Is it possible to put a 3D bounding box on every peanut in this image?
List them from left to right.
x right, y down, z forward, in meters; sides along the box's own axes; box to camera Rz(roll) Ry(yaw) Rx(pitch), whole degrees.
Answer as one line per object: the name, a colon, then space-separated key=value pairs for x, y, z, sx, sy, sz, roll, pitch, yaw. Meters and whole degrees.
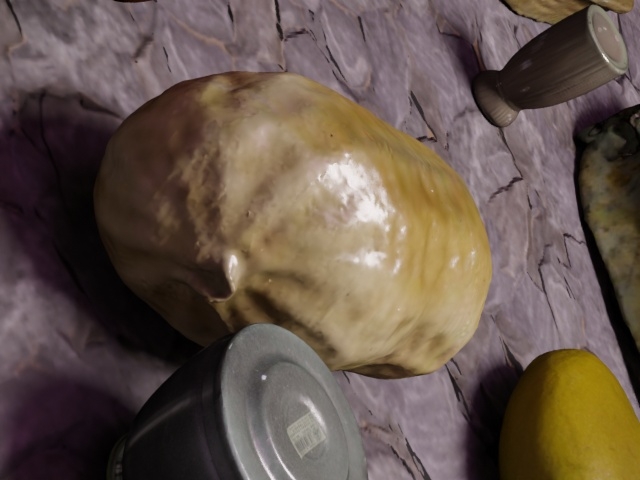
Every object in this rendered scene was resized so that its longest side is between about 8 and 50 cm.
peanut: x=0.000 y=0.000 z=0.600 sx=0.224 sy=0.129 sz=0.129 roll=16 pitch=57 yaw=-48

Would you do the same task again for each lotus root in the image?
lotus root: x=0.333 y=-0.008 z=1.042 sx=0.267 sy=0.149 sz=0.260 roll=7 pitch=64 yaw=-55

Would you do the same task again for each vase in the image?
vase: x=0.158 y=-0.118 z=0.911 sx=0.053 sy=0.101 sz=0.053 roll=30 pitch=47 yaw=-38

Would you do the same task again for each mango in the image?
mango: x=0.154 y=0.153 z=0.754 sx=0.122 sy=0.085 sz=0.191 roll=-2 pitch=60 yaw=-43

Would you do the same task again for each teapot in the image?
teapot: x=-0.043 y=0.098 z=0.510 sx=0.092 sy=0.091 sz=0.124 roll=53 pitch=30 yaw=-15

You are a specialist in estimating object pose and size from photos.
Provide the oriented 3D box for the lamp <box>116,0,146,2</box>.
lamp: x=-0.086 y=-0.201 z=0.553 sx=0.223 sy=0.196 sz=0.223 roll=6 pitch=53 yaw=-8

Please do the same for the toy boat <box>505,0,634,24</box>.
toy boat: x=0.175 y=-0.236 z=1.048 sx=0.188 sy=0.061 sz=0.116 roll=7 pitch=65 yaw=-52
